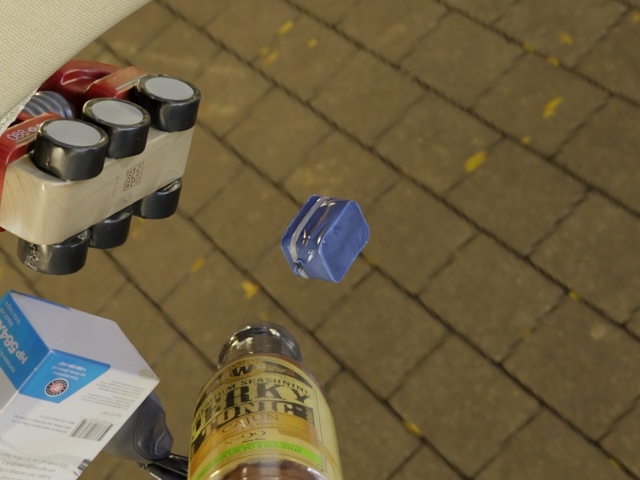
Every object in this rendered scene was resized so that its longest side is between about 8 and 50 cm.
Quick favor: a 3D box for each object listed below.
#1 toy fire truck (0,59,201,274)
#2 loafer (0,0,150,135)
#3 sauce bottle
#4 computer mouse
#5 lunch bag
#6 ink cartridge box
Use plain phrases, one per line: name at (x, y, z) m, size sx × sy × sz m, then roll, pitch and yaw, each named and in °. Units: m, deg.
toy fire truck at (-0.260, -0.079, 1.324) m, size 0.246 × 0.158 × 0.217 m, roll 25°, pitch 30°, yaw 18°
loafer at (-0.108, -0.115, 0.601) m, size 0.092 × 0.102 × 0.268 m, roll 35°, pitch 92°, yaw 26°
sauce bottle at (-0.043, 0.149, 1.120) m, size 0.111 × 0.111 × 0.344 m, roll -37°, pitch 16°, yaw 6°
computer mouse at (-0.213, 0.200, 1.625) m, size 0.188 × 0.272 × 0.072 m, roll 26°, pitch 69°, yaw 19°
lunch bag at (0.000, 0.000, 1.720) m, size 0.065 × 0.067 × 0.098 m, roll 9°, pitch 49°, yaw 36°
ink cartridge box at (-0.262, 0.156, 1.322) m, size 0.203 × 0.148 × 0.086 m, roll -49°, pitch 57°, yaw 11°
